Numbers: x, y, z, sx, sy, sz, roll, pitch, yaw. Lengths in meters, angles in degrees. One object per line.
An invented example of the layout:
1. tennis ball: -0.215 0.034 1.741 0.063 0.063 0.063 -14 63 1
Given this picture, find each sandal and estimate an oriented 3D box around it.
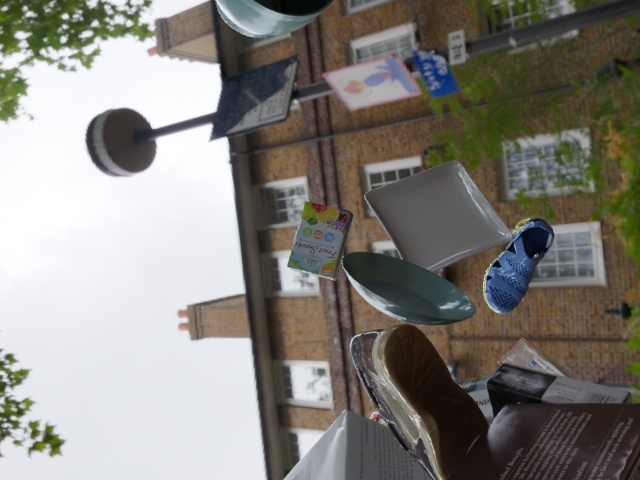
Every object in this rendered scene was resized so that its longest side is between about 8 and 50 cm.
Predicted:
1. sandal: 0.563 0.059 1.877 0.317 0.126 0.138 -63 -2 -11

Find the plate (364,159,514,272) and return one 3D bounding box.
1. plate: 0.287 -0.052 1.651 0.045 0.278 0.277 88 158 -57

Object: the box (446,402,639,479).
1. box: 0.280 0.291 0.725 0.168 0.203 0.167 -35 -79 -39

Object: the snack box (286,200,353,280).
1. snack box: 0.000 0.000 1.342 0.037 0.100 0.141 39 -114 -71

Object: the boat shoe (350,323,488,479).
1. boat shoe: 0.132 0.221 0.852 0.103 0.092 0.285 -45 -65 -28

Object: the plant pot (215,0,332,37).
1. plant pot: -0.128 -0.586 1.508 0.293 0.196 0.293 8 -108 -25

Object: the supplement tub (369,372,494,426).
1. supplement tub: 0.279 0.402 1.386 0.207 0.338 0.207 35 -136 -43

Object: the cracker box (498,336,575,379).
1. cracker box: 0.404 0.265 1.054 0.156 0.232 0.067 37 -84 -25

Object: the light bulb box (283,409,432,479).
1. light bulb box: 0.109 0.531 1.135 0.361 0.358 0.225 27 -147 -14

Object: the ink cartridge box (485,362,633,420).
1. ink cartridge box: 0.349 0.349 0.915 0.069 0.176 0.371 -36 -62 -36

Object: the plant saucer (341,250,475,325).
1. plant saucer: 0.115 0.074 0.919 0.195 0.195 0.037 -6 -59 -54
